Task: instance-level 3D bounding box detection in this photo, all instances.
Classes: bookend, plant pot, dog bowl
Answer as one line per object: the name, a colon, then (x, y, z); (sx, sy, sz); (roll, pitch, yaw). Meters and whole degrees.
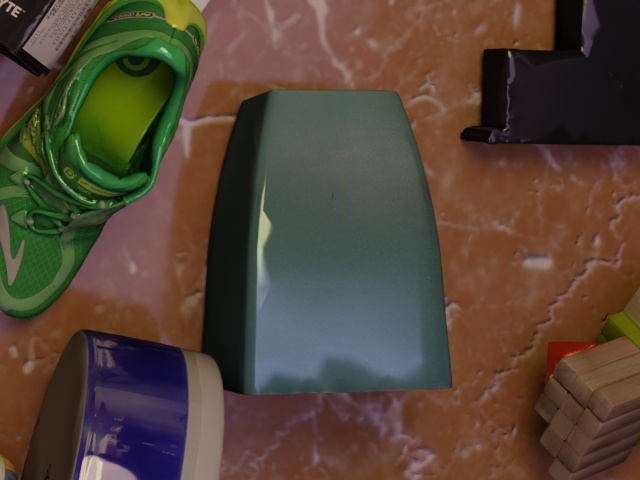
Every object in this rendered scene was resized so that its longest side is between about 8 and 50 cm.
bookend: (0.204, -0.158, 1.600); (0.157, 0.072, 0.156); (-1, 96, -15)
plant pot: (0.000, 0.000, 1.521); (0.165, 0.166, 0.234); (0, 88, -16)
dog bowl: (-0.161, 0.203, 1.438); (0.104, 0.265, 0.265); (15, 92, -15)

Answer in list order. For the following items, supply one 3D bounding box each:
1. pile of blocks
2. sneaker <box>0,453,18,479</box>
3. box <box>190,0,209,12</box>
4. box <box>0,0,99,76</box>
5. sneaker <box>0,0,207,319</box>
pile of blocks: (0.314, 0.069, 1.654); (0.362, 0.149, 0.112); (-31, 60, -19)
sneaker: (-0.317, 0.265, 1.413); (0.131, 0.296, 0.112); (30, 127, -26)
box: (-0.135, -0.274, 1.481); (0.170, 0.091, 0.130); (36, 87, -17)
box: (-0.238, -0.317, 1.387); (0.295, 0.073, 0.293); (33, 85, 15)
sneaker: (-0.187, -0.059, 1.450); (0.109, 0.123, 0.295); (26, 113, -15)
